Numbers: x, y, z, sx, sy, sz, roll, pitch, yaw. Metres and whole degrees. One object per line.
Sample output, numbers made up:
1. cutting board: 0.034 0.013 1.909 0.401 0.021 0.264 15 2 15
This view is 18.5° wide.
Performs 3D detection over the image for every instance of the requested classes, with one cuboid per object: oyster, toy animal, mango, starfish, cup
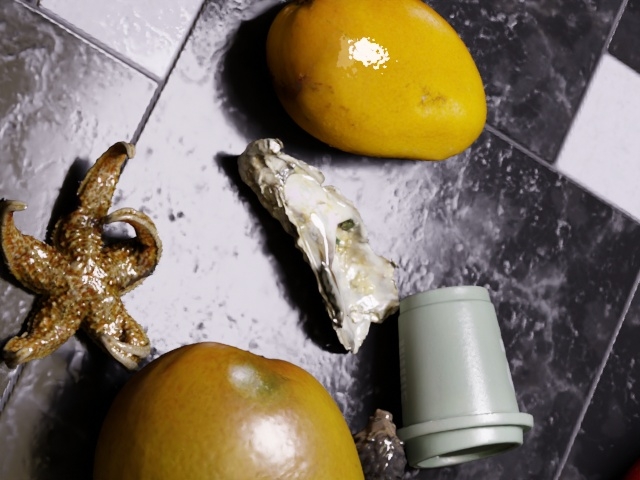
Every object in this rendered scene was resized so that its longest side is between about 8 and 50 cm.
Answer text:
1. oyster: 0.003 0.001 1.652 0.106 0.061 0.200 -23 99 -43
2. toy animal: 0.050 0.241 1.640 0.069 0.086 0.220 -26 115 -22
3. mango: -0.063 0.231 1.530 0.211 0.173 0.317 -12 98 -25
4. starfish: -0.191 0.013 1.535 0.146 0.074 0.190 11 81 -26
5. cup: 0.111 0.114 1.659 0.120 0.120 0.141 -2 73 -26
6. mango: 0.053 -0.136 1.650 0.219 0.112 0.145 22 76 -35

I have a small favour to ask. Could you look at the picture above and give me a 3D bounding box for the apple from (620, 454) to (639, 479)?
1. apple: 0.406 0.264 1.693 0.317 0.288 0.288 25 76 -32
